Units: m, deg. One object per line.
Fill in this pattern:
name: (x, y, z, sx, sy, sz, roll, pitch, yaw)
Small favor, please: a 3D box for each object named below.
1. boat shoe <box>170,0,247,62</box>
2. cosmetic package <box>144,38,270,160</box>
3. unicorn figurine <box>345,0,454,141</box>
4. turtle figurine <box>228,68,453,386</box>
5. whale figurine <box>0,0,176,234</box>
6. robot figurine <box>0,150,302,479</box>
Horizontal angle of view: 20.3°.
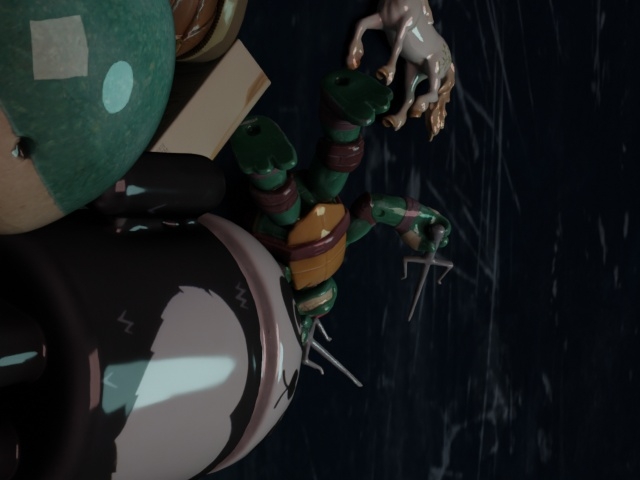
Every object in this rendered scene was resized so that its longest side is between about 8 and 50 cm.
boat shoe: (-0.085, -0.257, 1.065, 0.104, 0.111, 0.307, -6, 103, -54)
cosmetic package: (-0.089, -0.074, 1.142, 0.041, 0.060, 0.115, 53, 58, -28)
unicorn figurine: (0.068, -0.156, 1.348, 0.111, 0.060, 0.162, -61, 156, -24)
turtle figurine: (0.000, 0.000, 1.235, 0.175, 0.118, 0.234, -47, 147, -32)
whale figurine: (-0.158, -0.130, 0.873, 0.141, 0.272, 0.216, -26, 133, -3)
robot figurine: (-0.132, 0.067, 1.025, 0.278, 0.209, 0.173, -4, 66, -52)
